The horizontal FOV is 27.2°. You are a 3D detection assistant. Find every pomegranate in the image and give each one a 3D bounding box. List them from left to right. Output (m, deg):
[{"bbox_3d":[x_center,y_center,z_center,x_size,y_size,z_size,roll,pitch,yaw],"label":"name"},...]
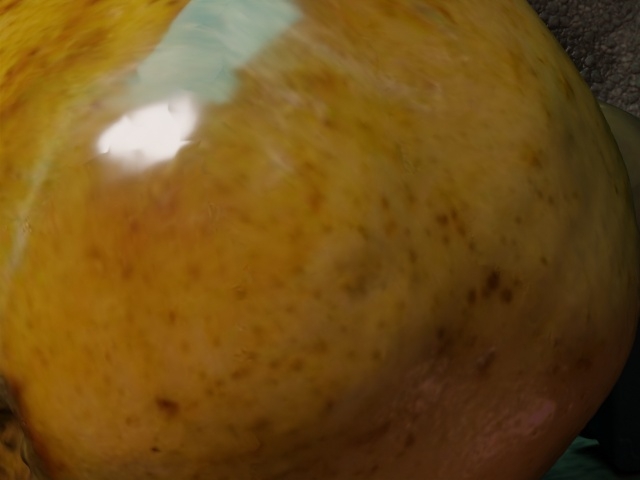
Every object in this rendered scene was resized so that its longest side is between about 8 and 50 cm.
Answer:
[{"bbox_3d":[-0.028,0.010,0.499,0.307,0.307,0.307,-8,8,1],"label":"pomegranate"}]

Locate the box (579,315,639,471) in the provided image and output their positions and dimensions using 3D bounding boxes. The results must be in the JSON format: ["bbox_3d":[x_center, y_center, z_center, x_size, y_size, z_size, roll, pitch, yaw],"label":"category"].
[{"bbox_3d":[0.151,0.054,0.592,0.074,0.099,0.054,-9,23,-4],"label":"box"}]

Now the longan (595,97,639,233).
[{"bbox_3d":[0.128,-0.011,0.816,0.189,0.189,0.189,-8,8,1],"label":"longan"}]
